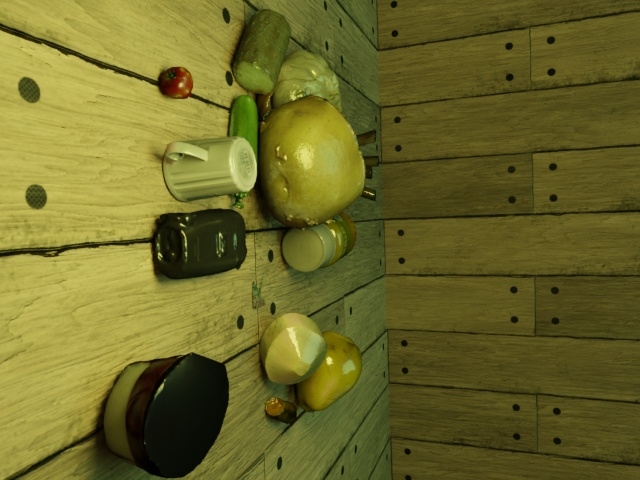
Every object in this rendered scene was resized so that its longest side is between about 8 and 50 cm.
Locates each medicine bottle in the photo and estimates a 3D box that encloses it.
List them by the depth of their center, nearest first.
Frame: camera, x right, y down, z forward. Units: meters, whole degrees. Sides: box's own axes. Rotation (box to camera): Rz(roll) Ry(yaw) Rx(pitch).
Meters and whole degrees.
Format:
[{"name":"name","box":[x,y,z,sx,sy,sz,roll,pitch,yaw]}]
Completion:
[{"name":"medicine bottle","box":[0.000,0.000,2.105,0.384,0.224,0.225,-26,113,-67]}]

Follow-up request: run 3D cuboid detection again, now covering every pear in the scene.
[{"name":"pear","box":[0.029,0.548,2.099,0.285,0.284,0.337,-2,105,-70]}]

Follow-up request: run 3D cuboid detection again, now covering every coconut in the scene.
[{"name":"coconut","box":[-0.097,0.393,1.818,0.259,0.259,0.260,-1,90,-70]}]

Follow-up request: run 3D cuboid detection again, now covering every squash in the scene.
[{"name":"squash","box":[-0.249,-0.290,1.621,0.101,0.101,0.379,25,67,-67]}]

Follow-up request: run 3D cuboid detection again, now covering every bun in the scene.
[{"name":"bun","box":[-0.039,-0.567,2.004,0.365,0.219,0.366,7,82,-59]}]

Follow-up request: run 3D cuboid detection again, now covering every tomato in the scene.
[{"name":"tomato","box":[-0.372,-0.406,1.315,0.075,0.087,0.087,52,42,-63]}]

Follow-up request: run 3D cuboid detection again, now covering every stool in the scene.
[{"name":"stool","box":[0.166,-0.376,2.527,0.310,0.226,0.311,67,27,-62]}]

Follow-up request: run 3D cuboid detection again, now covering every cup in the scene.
[{"name":"cup","box":[-0.298,-0.187,1.332,0.221,0.201,0.167,-41,124,-66]}]

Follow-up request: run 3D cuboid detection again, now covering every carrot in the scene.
[{"name":"carrot","box":[-0.139,0.638,1.893,0.173,0.082,0.082,59,36,-56]}]

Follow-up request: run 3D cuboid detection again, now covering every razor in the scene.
[{"name":"razor","box":[-0.321,0.006,1.394,0.327,0.107,0.189,-10,99,-68]}]

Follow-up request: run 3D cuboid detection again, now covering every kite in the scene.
[{"name":"kite","box":[-0.217,0.186,1.811,0.137,0.005,0.153,73,25,-42]}]

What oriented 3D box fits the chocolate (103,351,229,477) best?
[{"name":"chocolate","box":[-0.365,0.379,1.149,0.283,0.186,0.284,-25,119,-60]}]

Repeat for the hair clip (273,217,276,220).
[{"name":"hair clip","box":[-0.142,-0.092,1.975,0.115,0.039,0.030,-17,118,-67]}]

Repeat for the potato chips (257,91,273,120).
[{"name":"potato chips","box":[-0.198,-0.520,1.796,0.150,0.049,0.202,118,-23,-56]}]

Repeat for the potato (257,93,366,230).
[{"name":"potato","box":[-0.086,-0.239,1.730,0.319,0.385,0.442,-43,131,-39]}]

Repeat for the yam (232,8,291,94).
[{"name":"yam","box":[-0.197,-0.629,1.699,0.161,0.161,0.268,60,34,-53]}]
